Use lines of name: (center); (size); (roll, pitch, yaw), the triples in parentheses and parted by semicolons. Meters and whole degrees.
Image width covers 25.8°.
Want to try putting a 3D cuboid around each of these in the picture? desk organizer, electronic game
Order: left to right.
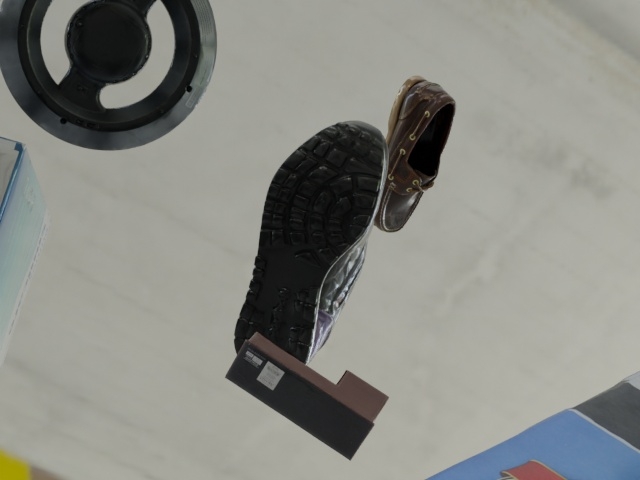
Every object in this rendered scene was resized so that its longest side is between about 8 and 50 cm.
electronic game: (-0.222, -0.208, 1.463); (0.229, 0.229, 0.048); (27, 1, -15)
desk organizer: (-0.010, 0.127, 1.207); (0.130, 0.050, 0.047); (33, -59, 5)

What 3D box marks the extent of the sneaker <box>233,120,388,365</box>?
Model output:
sneaker: (0.000, 0.000, 1.414); (0.107, 0.124, 0.283); (30, -67, 15)

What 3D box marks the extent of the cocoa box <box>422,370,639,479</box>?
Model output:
cocoa box: (0.150, 0.269, 0.620); (0.231, 0.228, 0.347); (36, -49, 40)

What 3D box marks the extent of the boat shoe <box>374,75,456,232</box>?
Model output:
boat shoe: (0.110, -0.095, 1.709); (0.073, 0.073, 0.207); (38, -53, 37)

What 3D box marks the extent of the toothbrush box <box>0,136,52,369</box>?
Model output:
toothbrush box: (-0.346, 0.030, 1.280); (0.126, 0.216, 0.295); (17, -12, -2)
